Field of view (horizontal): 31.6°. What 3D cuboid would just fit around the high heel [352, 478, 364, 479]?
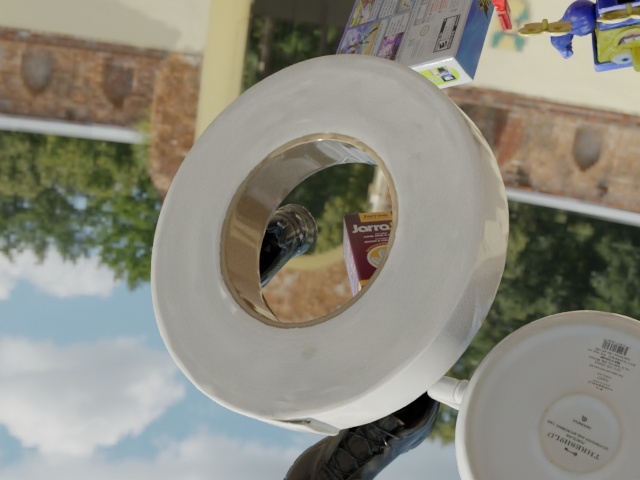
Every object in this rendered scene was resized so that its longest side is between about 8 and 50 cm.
[{"bbox_3d":[0.002,0.487,1.389,0.127,0.377,0.181,24,-176,-30],"label":"high heel"}]

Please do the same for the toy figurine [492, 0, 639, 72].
[{"bbox_3d":[0.403,-0.298,1.373,0.363,0.191,0.217,-9,156,17],"label":"toy figurine"}]

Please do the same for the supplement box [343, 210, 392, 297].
[{"bbox_3d":[0.097,0.038,1.716,0.104,0.080,0.188,-5,-145,-5],"label":"supplement box"}]

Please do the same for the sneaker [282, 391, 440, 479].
[{"bbox_3d":[0.054,0.275,1.522,0.109,0.130,0.286,42,-117,13],"label":"sneaker"}]

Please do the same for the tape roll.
[{"bbox_3d":[0.000,0.000,1.152,0.392,0.392,0.072,17,172,34],"label":"tape roll"}]

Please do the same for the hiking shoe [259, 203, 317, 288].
[{"bbox_3d":[-0.109,0.040,1.400,0.086,0.227,0.114,47,-163,13],"label":"hiking shoe"}]

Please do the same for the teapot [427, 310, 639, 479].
[{"bbox_3d":[0.250,0.192,1.048,0.253,0.256,0.187,-26,154,12],"label":"teapot"}]

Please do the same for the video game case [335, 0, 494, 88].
[{"bbox_3d":[0.148,-0.336,1.726,0.244,0.269,0.061,-7,142,40],"label":"video game case"}]
